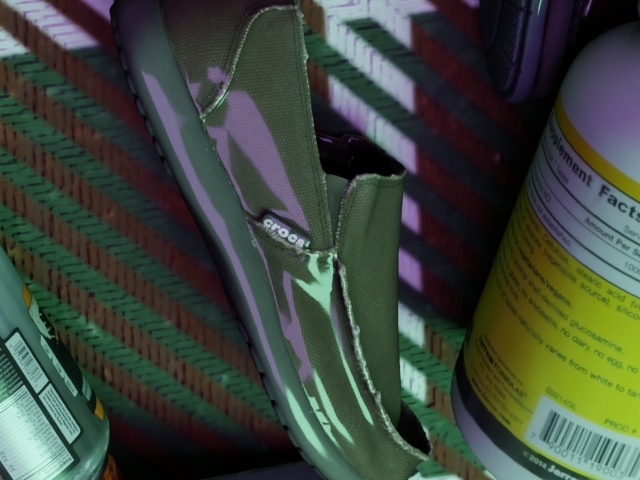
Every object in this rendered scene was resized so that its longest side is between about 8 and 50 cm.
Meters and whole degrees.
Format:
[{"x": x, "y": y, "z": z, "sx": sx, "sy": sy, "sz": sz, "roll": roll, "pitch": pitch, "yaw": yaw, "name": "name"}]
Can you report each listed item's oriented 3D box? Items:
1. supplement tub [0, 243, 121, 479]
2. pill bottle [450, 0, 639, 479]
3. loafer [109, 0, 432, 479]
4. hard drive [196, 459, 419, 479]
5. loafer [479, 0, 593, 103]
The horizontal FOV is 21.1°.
[{"x": -0.206, "y": 0.095, "z": 1.050, "sx": 0.117, "sy": 0.117, "sz": 0.190, "roll": -27, "pitch": 115, "yaw": 2, "name": "supplement tub"}, {"x": 0.209, "y": -0.006, "z": 1.005, "sx": 0.188, "sy": 0.188, "sz": 0.334, "roll": 9, "pitch": 123, "yaw": -13, "name": "pill bottle"}, {"x": 0.000, "y": 0.000, "z": 1.034, "sx": 0.130, "sy": 0.134, "sz": 0.366, "roll": -24, "pitch": 114, "yaw": 1, "name": "loafer"}, {"x": -0.064, "y": 0.318, "z": 1.158, "sx": 0.233, "sy": 0.047, "sz": 0.353, "roll": -6, "pitch": 116, "yaw": -36, "name": "hard drive"}, {"x": 0.148, "y": -0.226, "z": 0.984, "sx": 0.095, "sy": 0.109, "sz": 0.302, "roll": -5, "pitch": 110, "yaw": -12, "name": "loafer"}]
